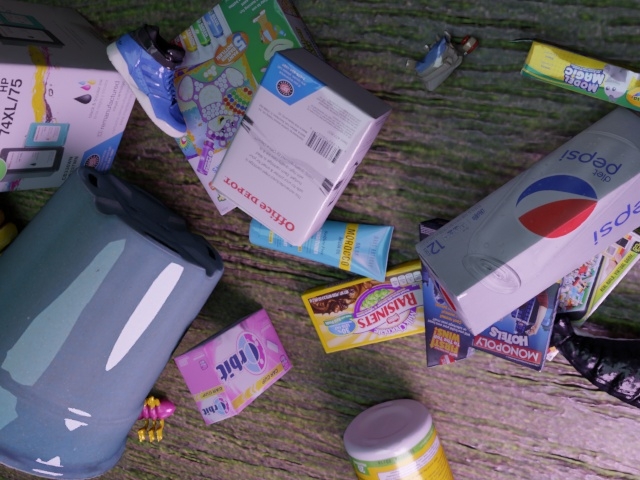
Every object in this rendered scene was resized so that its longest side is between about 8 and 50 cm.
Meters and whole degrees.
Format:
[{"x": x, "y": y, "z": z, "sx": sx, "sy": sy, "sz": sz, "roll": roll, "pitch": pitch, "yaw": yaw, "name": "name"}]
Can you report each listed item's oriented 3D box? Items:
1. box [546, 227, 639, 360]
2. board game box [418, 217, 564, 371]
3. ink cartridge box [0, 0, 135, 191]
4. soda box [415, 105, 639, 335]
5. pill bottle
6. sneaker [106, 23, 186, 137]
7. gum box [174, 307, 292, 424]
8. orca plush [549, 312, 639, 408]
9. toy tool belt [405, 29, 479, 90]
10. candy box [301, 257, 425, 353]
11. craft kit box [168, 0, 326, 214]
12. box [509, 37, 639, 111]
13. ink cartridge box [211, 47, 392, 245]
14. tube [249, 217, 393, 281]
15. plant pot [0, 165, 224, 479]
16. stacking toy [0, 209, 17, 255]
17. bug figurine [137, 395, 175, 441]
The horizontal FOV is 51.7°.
[{"x": 0.314, "y": 0.048, "z": 0.862, "sx": 0.114, "sy": 0.036, "sz": 0.207, "roll": 33, "pitch": 118, "yaw": 8, "name": "box"}, {"x": 0.211, "y": 0.087, "z": 0.864, "sx": 0.194, "sy": 0.060, "sz": 0.194, "roll": 17, "pitch": 108, "yaw": 33, "name": "board game box"}, {"x": -0.433, "y": -0.201, "z": 0.908, "sx": 0.197, "sy": 0.270, "sz": 0.198, "roll": 43, "pitch": 121, "yaw": 23, "name": "ink cartridge box"}, {"x": 0.255, "y": -0.021, "z": 0.742, "sx": 0.286, "sy": 0.091, "sz": 0.098, "roll": -34, "pitch": 138, "yaw": 0, "name": "soda box"}, {"x": 0.138, "y": 0.380, "z": 1.001, "sx": 0.136, "sy": 0.136, "sz": 0.246, "roll": -16, "pitch": 103, "yaw": 26, "name": "pill bottle"}, {"x": -0.210, "y": -0.219, "z": 0.898, "sx": 0.084, "sy": 0.058, "sz": 0.152, "roll": -29, "pitch": 110, "yaw": 13, "name": "sneaker"}, {"x": -0.124, "y": 0.184, "z": 1.007, "sx": 0.062, "sy": 0.188, "sz": 0.107, "roll": -26, "pitch": 91, "yaw": 27, "name": "gum box"}, {"x": 0.417, "y": 0.166, "z": 0.804, "sx": 0.287, "sy": 0.102, "sz": 0.151, "roll": 28, "pitch": 118, "yaw": 0, "name": "orca plush"}, {"x": 0.148, "y": -0.230, "z": 0.816, "sx": 0.051, "sy": 0.052, "sz": 0.083, "roll": 41, "pitch": 118, "yaw": -7, "name": "toy tool belt"}, {"x": 0.080, "y": 0.099, "z": 0.981, "sx": 0.205, "sy": 0.027, "sz": 0.105, "roll": -18, "pitch": 105, "yaw": 26, "name": "candy box"}, {"x": -0.104, "y": -0.197, "z": 0.929, "sx": 0.249, "sy": 0.061, "sz": 0.247, "roll": -28, "pitch": 100, "yaw": 28, "name": "craft kit box"}, {"x": 0.297, "y": -0.188, "z": 0.741, "sx": 0.179, "sy": 0.105, "sz": 0.043, "roll": 24, "pitch": 114, "yaw": 13, "name": "box"}, {"x": -0.027, "y": -0.119, "z": 0.848, "sx": 0.148, "sy": 0.086, "sz": 0.203, "roll": 36, "pitch": 119, "yaw": 6, "name": "ink cartridge box"}, {"x": 0.000, "y": 0.000, "z": 0.965, "sx": 0.207, "sy": 0.052, "sz": 0.080, "roll": 11, "pitch": 100, "yaw": 15, "name": "tube"}, {"x": -0.336, "y": 0.096, "z": 0.957, "sx": 0.341, "sy": 0.341, "sz": 0.334, "roll": 38, "pitch": 96, "yaw": 5, "name": "plant pot"}, {"x": -0.573, "y": 0.036, "z": 1.166, "sx": 0.165, "sy": 0.175, "sz": 0.302, "roll": -29, "pitch": 111, "yaw": 23, "name": "stacking toy"}, {"x": -0.368, "y": 0.252, "z": 1.192, "sx": 0.216, "sy": 0.072, "sz": 0.279, "roll": 0, "pitch": 105, "yaw": 15, "name": "bug figurine"}]
